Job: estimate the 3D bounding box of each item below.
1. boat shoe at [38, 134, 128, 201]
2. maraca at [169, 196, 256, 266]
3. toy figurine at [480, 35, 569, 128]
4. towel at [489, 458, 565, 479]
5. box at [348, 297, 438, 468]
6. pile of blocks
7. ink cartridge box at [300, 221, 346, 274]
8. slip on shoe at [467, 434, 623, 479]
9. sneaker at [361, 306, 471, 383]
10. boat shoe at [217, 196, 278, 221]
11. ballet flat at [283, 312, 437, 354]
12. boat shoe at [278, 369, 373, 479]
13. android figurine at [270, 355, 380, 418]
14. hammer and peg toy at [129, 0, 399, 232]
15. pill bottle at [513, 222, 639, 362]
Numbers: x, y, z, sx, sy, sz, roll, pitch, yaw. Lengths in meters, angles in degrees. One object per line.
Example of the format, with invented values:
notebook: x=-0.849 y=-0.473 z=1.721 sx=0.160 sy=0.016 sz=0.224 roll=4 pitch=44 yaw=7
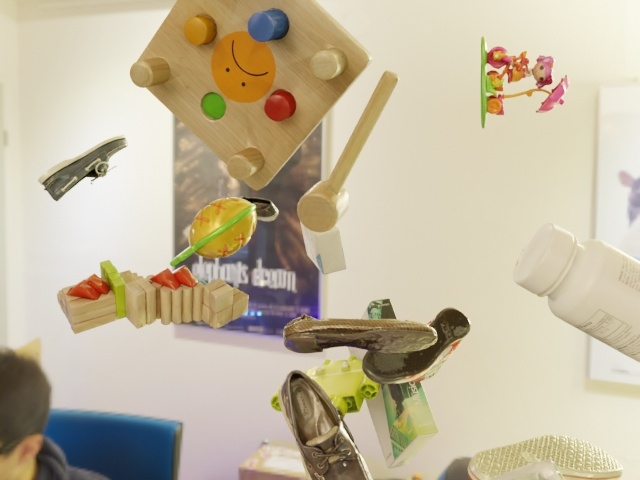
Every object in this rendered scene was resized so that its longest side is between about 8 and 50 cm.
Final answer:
boat shoe: x=-0.577 y=-0.184 z=1.845 sx=0.254 sy=0.079 sz=0.095 roll=-40 pitch=7 yaw=-40
maraca: x=-0.194 y=-0.011 z=1.342 sx=0.186 sy=0.099 sz=0.127 roll=-35 pitch=3 yaw=0
toy figurine: x=0.383 y=-0.301 z=1.390 sx=0.159 sy=0.173 sz=0.130 roll=-1 pitch=18 yaw=11
towel: x=0.215 y=0.488 z=0.949 sx=0.374 sy=0.320 sz=0.090 roll=-32 pitch=-6 yaw=22
box: x=0.155 y=0.326 z=1.675 sx=0.058 sy=0.322 sz=0.232 roll=-9 pitch=-31 yaw=-19
pile of blocks: x=-0.319 y=0.084 z=1.412 sx=0.362 sy=0.112 sz=0.149 roll=0 pitch=36 yaw=-12
ink cartridge box: x=0.000 y=0.000 z=1.780 sx=0.062 sy=0.104 sz=0.181 roll=-15 pitch=21 yaw=-11
slip on shoe: x=0.414 y=0.437 z=1.370 sx=0.331 sy=0.101 sz=0.123 roll=-1 pitch=24 yaw=-23
sneaker: x=0.163 y=0.229 z=1.374 sx=0.270 sy=0.145 sz=0.090 roll=-23 pitch=61 yaw=-40
boat shoe: x=-0.154 y=-0.071 z=1.496 sx=0.142 sy=0.049 sz=0.040 roll=6 pitch=-32 yaw=18
ballet flat: x=0.062 y=0.145 z=1.194 sx=0.250 sy=0.058 sz=0.084 roll=-3 pitch=-39 yaw=12
boat shoe: x=0.007 y=0.353 z=1.282 sx=0.103 sy=0.285 sz=0.092 roll=-25 pitch=-26 yaw=-8
android figurine: x=0.019 y=0.329 z=1.643 sx=0.248 sy=0.056 sz=0.273 roll=-12 pitch=14 yaw=19
hammer and peg toy: x=-0.056 y=-0.204 z=0.996 sx=0.361 sy=0.266 sz=0.127 roll=43 pitch=26 yaw=1
pill bottle: x=0.407 y=0.073 z=1.077 sx=0.229 sy=0.131 sz=0.131 roll=29 pitch=5 yaw=-3
